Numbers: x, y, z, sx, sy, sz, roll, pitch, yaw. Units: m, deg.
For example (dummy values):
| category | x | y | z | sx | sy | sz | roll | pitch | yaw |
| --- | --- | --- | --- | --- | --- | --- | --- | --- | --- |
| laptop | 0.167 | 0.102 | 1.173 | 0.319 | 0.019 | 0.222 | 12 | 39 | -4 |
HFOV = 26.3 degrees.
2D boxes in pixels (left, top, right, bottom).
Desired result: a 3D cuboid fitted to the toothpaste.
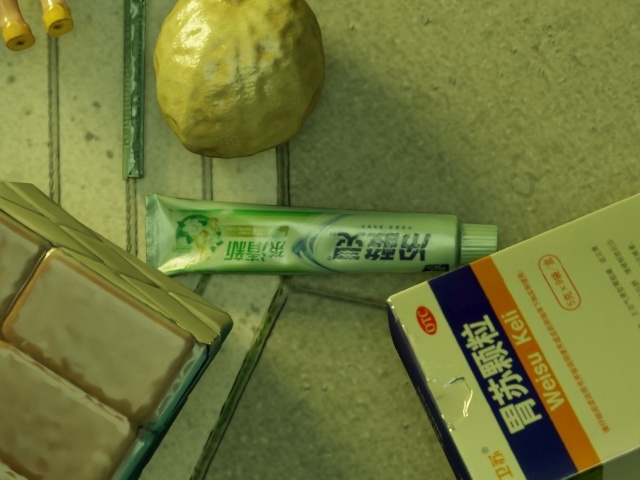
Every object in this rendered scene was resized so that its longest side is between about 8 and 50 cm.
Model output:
| category | x | y | z | sx | sy | sz | roll | pitch | yaw |
| --- | --- | --- | --- | --- | --- | --- | --- | --- | --- |
| toothpaste | 0.000 | 0.000 | 1.153 | 0.297 | 0.048 | 0.075 | 1 | 93 | 1 |

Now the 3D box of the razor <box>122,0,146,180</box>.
| category | x | y | z | sx | sy | sz | roll | pitch | yaw |
| --- | --- | --- | --- | --- | --- | --- | --- | --- | --- |
| razor | -0.156 | -0.156 | 1.162 | 0.084 | 0.036 | 0.211 | 2 | 95 | -41 |

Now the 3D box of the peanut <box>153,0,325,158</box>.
| category | x | y | z | sx | sy | sz | roll | pitch | yaw |
| --- | --- | --- | --- | --- | --- | --- | --- | --- | --- |
| peanut | -0.068 | -0.149 | 1.127 | 0.140 | 0.109 | 0.159 | -8 | 89 | -12 |

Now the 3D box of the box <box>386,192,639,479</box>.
| category | x | y | z | sx | sy | sz | roll | pitch | yaw |
| --- | --- | --- | --- | --- | --- | --- | --- | --- | --- |
| box | 0.228 | 0.090 | 1.083 | 0.299 | 0.106 | 0.200 | -21 | 57 | -5 |

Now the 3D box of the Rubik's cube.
| category | x | y | z | sx | sy | sz | roll | pitch | yaw |
| --- | --- | --- | --- | --- | --- | --- | --- | --- | --- |
| Rubik's cube | -0.220 | 0.103 | 1.039 | 0.221 | 0.231 | 0.225 | 33 | 92 | 0 |

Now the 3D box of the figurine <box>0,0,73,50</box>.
| category | x | y | z | sx | sy | sz | roll | pitch | yaw |
| --- | --- | --- | --- | --- | --- | --- | --- | --- | --- |
| figurine | -0.264 | -0.271 | 1.127 | 0.174 | 0.116 | 0.240 | -20 | 87 | -3 |
